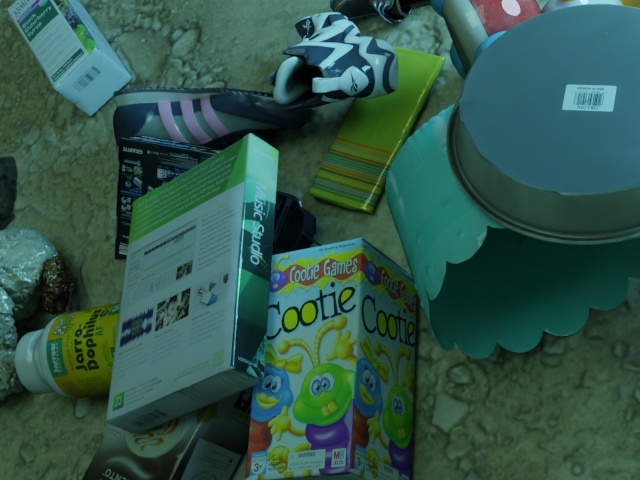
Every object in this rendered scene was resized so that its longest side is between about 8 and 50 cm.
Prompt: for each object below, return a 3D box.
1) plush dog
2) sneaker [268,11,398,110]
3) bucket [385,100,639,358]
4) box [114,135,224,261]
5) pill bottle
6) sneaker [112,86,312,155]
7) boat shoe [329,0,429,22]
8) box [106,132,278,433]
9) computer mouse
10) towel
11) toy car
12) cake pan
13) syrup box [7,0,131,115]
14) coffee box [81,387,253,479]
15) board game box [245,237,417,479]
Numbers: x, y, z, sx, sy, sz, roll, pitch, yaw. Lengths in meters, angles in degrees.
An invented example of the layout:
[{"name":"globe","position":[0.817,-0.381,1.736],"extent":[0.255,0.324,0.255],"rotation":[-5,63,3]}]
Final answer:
[{"name":"plush dog","position":[-0.480,0.066,1.900],"extent":[0.225,0.211,0.262],"rotation":[-39,47,-22]},{"name":"sneaker","position":[-0.020,-0.236,1.754],"extent":[0.153,0.094,0.235],"rotation":[-15,34,-28]},{"name":"bucket","position":[0.213,-0.023,1.444],"extent":[0.281,0.281,0.183],"rotation":[-32,53,14]},{"name":"box","position":[-0.184,-0.043,1.788],"extent":[0.220,0.051,0.175],"rotation":[11,104,36]},{"name":"pill bottle","position":[-0.300,0.148,1.769],"extent":[0.208,0.117,0.118],"rotation":[-12,60,27]},{"name":"sneaker","position":[-0.153,-0.148,1.862],"extent":[0.319,0.112,0.131],"rotation":[3,91,31]},{"name":"boat shoe","position":[0.097,-0.337,1.810],"extent":[0.183,0.066,0.066],"rotation":[-20,58,23]},{"name":"box","position":[-0.154,0.053,1.611],"extent":[0.232,0.058,0.322],"rotation":[-25,51,38]},{"name":"computer mouse","position":[0.000,0.000,1.715],"extent":[0.242,0.041,0.071],"rotation":[31,102,32]},{"name":"towel","position":[0.077,-0.148,1.754],"extent":[0.102,0.021,0.237],"rotation":[19,76,34]},{"name":"toy car","position":[0.280,-0.253,1.579],"extent":[0.238,0.210,0.219],"rotation":[-26,42,3]},{"name":"cake pan","position":[0.267,-0.127,1.312],"extent":[0.293,0.054,0.293],"rotation":[-7,52,10]},{"name":"syrup box","position":[-0.400,-0.313,2.092],"extent":[0.093,0.096,0.237],"rotation":[-42,52,7]},{"name":"coffee box","position":[-0.176,0.242,1.651],"extent":[0.141,0.098,0.247],"rotation":[17,75,40]},{"name":"board game box","position":[0.017,0.158,1.540],"extent":[0.144,0.142,0.275],"rotation":[-12,61,29]}]
